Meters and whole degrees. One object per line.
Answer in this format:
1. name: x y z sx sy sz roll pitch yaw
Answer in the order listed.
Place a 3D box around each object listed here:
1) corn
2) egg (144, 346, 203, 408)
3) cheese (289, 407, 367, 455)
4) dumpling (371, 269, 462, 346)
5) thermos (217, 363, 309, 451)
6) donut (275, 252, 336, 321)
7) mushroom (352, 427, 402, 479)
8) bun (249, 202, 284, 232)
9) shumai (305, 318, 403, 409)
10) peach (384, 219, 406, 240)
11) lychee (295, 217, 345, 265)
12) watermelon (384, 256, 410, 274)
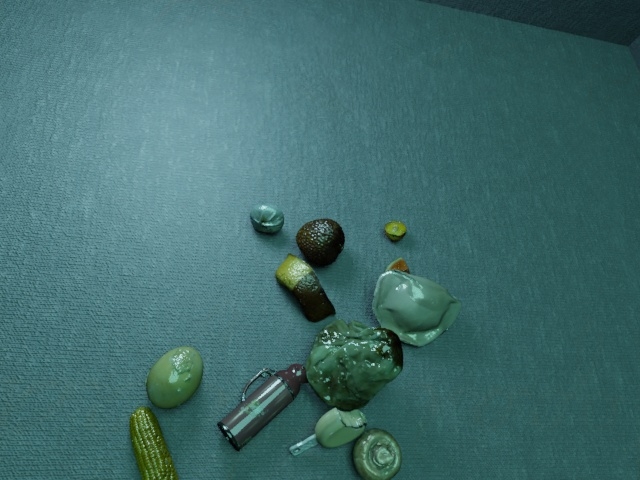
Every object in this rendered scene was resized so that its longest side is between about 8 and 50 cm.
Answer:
1. corn: -0.498 0.645 1.388 0.101 0.102 0.313 -21 71 -24
2. egg: -0.457 0.428 1.475 0.164 0.164 0.202 33 57 2
3. cheese: 0.028 0.641 1.539 0.248 0.163 0.071 -41 42 8
4. dumpling: 0.364 0.267 1.789 0.341 0.181 0.260 26 86 -39
5. thermos: -0.181 0.521 1.540 0.330 0.110 0.136 -36 37 -27
6. donut: -0.060 0.175 1.721 0.112 0.151 0.295 -39 80 -18
7. mushroom: 0.186 0.703 1.533 0.166 0.127 0.166 7 56 -10
8. bun: -0.209 -0.078 1.805 0.140 0.141 0.083 19 55 -6
9. shumai: 0.135 0.392 1.565 0.303 0.263 0.310 -3 67 -40
10. peach: 0.314 -0.037 1.974 0.098 0.062 0.098 3 43 -2
11. lychee: 0.005 0.004 1.806 0.194 0.194 0.195 6 63 -12
12. watermelon: 0.333 0.137 1.875 0.135 0.094 0.125 46 53 3
